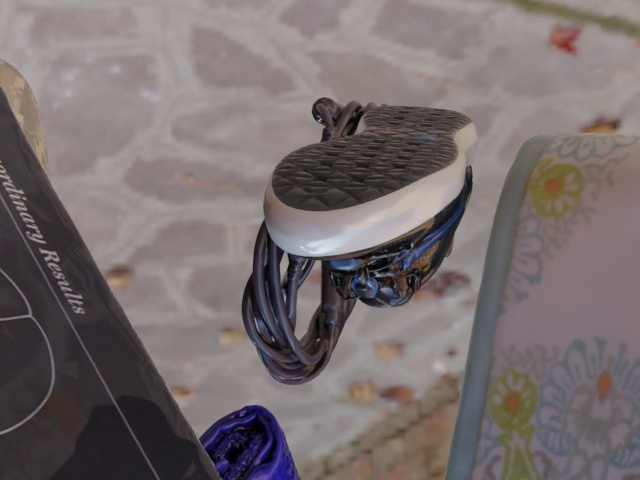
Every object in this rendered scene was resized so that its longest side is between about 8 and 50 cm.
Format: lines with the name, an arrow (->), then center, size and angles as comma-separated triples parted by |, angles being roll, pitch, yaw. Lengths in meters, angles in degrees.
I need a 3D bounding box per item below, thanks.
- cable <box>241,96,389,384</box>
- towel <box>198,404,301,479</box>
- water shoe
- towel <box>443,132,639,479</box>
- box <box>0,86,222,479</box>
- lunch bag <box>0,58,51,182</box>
cable -> 0.000, 0.000, 1.076 | 0.047, 0.185, 0.150 | 15, -172, 14
towel -> -0.074, 0.279, 1.099 | 0.227, 0.076, 0.308 | -36, 135, -22
water shoe -> 0.031, -0.005, 0.735 | 0.072, 0.080, 0.203 | 6, -165, 17
towel -> 0.243, 0.113, 1.177 | 0.320, 0.375, 0.090 | 7, 174, 42
box -> -0.270, 0.104, 0.700 | 0.395, 0.294, 0.212 | -4, 144, -49
lunch bag -> -0.279, 0.040, 1.190 | 0.212, 0.305, 0.256 | 12, 139, -29
